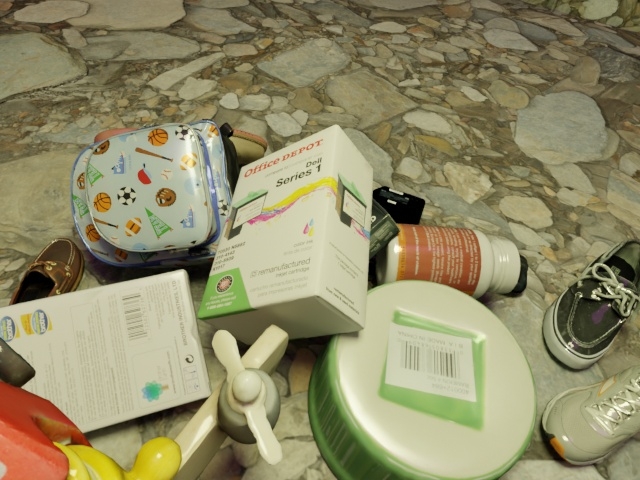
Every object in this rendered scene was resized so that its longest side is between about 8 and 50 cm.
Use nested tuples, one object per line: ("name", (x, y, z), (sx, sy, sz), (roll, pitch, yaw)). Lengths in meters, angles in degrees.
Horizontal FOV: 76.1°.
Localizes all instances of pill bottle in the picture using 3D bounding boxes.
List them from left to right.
("pill bottle", (0.209, 0.038, 0.689), (0.215, 0.121, 0.121), (4, 50, -2))

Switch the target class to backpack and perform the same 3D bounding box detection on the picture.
("backpack", (-0.271, -0.066, 0.689), (0.263, 0.213, 0.277), (-11, 83, 6))

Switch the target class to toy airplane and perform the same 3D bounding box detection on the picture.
("toy airplane", (-0.176, 0.269, 0.342), (0.272, 0.384, 0.387), (13, 90, 32))

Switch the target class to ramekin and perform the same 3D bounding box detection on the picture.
("ramekin", (0.137, 0.203, 0.574), (0.302, 0.148, 0.304), (3, 50, -4))

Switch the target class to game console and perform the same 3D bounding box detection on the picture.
("game console", (0.226, 0.017, 0.809), (0.360, 0.044, 0.213), (21, 53, 11))

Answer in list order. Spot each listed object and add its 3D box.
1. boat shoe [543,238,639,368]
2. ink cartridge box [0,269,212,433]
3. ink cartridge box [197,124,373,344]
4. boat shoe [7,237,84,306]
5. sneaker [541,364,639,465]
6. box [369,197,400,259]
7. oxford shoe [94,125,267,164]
("boat shoe", (0.511, 0.100, 0.732), (0.306, 0.105, 0.113), (-31, 60, -28))
("ink cartridge box", (-0.325, 0.165, 0.564), (0.310, 0.065, 0.186), (-11, 79, -18))
("ink cartridge box", (-0.039, -0.007, 0.599), (0.201, 0.117, 0.278), (-16, 50, 31))
("boat shoe", (-0.445, 0.071, 0.664), (0.073, 0.073, 0.207), (-5, 50, -6))
("sneaker", (0.448, 0.235, 0.603), (0.262, 0.121, 0.099), (-17, 54, -20))
("box", (0.000, 0.000, 0.690), (0.220, 0.051, 0.175), (-43, 42, 6))
("oxford shoe", (-0.282, -0.160, 0.870), (0.347, 0.123, 0.130), (-7, 78, -14))
